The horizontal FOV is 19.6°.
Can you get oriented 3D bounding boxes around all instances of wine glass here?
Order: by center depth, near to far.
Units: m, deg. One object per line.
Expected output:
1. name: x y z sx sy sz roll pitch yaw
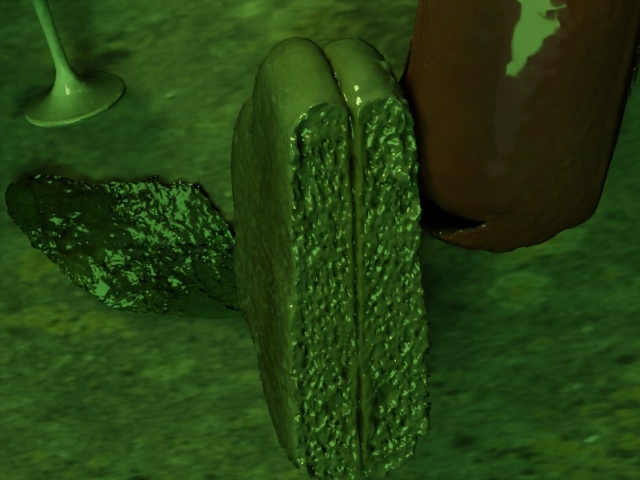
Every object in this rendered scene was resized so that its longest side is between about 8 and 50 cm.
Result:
1. wine glass: -0.199 -0.179 1.271 0.079 0.079 0.195 -6 122 16

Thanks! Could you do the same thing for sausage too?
1. sausage: 0.129 -0.113 1.198 0.152 0.152 0.280 13 125 4

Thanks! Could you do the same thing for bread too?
1. bread: -0.004 0.002 1.285 0.102 0.183 0.337 -14 124 -19

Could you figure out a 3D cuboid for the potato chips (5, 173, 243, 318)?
1. potato chips: -0.137 0.001 1.410 0.209 0.026 0.142 38 121 -13
